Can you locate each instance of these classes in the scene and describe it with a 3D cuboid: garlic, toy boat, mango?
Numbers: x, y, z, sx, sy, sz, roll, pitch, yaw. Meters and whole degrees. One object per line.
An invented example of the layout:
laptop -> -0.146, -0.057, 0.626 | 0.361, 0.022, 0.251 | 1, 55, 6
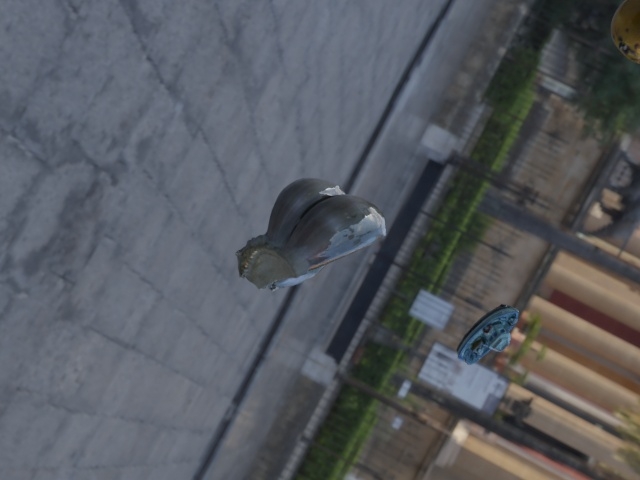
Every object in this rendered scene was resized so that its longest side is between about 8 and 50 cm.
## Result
garlic -> 0.000, 0.000, 1.853 | 0.292, 0.210, 0.237 | -28, 143, -32
toy boat -> 0.297, 0.169, 1.752 | 0.140, 0.059, 0.066 | -50, -142, 21
mango -> 0.525, -0.321, 1.516 | 0.090, 0.178, 0.115 | 169, -84, -72
